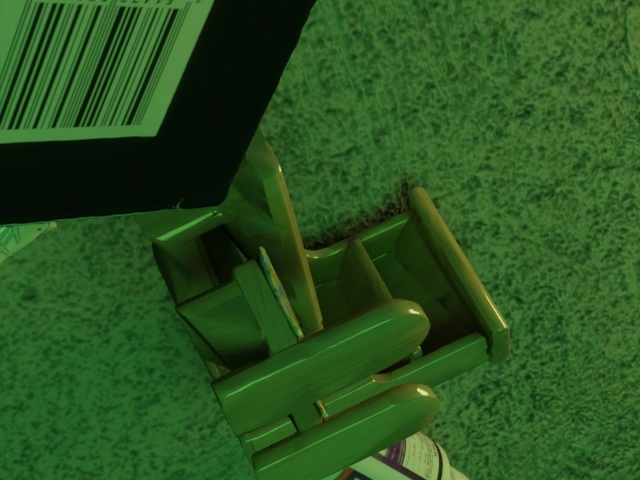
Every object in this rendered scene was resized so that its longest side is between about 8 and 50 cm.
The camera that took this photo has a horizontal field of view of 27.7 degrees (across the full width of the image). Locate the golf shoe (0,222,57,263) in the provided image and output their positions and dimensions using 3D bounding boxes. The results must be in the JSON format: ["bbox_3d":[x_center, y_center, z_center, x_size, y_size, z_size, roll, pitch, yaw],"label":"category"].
[{"bbox_3d":[-0.266,-0.006,1.099,0.086,0.069,0.176,16,109,-33],"label":"golf shoe"}]

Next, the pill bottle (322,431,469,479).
[{"bbox_3d":[0.062,0.233,1.317,0.193,0.108,0.108,34,99,-31],"label":"pill bottle"}]

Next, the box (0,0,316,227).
[{"bbox_3d":[-0.238,-0.204,0.752,0.293,0.395,0.212,-7,135,-46],"label":"box"}]

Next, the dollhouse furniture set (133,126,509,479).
[{"bbox_3d":[0.000,0.000,1.047,0.256,0.362,0.394,-25,149,-7],"label":"dollhouse furniture set"}]
